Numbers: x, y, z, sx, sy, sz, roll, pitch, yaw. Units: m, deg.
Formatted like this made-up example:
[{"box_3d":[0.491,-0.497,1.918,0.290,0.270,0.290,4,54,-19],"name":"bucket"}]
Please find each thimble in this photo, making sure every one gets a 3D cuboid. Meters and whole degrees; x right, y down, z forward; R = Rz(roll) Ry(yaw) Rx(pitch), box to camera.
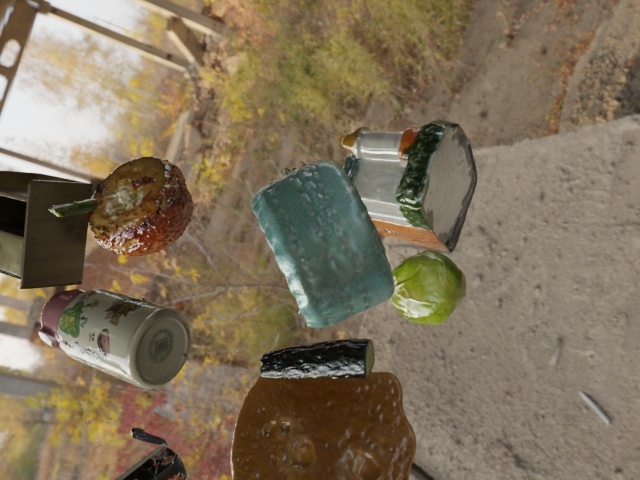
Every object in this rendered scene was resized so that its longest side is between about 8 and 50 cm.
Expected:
[{"box_3d":[0.000,0.000,0.841,0.198,0.143,0.235,101,145,-83],"name":"thimble"}]

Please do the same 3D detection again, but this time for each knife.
[{"box_3d":[-0.485,0.560,1.671,0.031,0.121,0.018,-50,34,12],"name":"knife"}]

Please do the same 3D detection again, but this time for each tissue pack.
[{"box_3d":[-0.349,0.496,1.154,0.090,0.170,0.103,22,133,42],"name":"tissue pack"}]

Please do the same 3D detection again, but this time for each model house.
[{"box_3d":[0.122,-0.114,1.135,0.301,0.271,0.190,10,77,28],"name":"model house"}]

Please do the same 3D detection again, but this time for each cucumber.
[{"box_3d":[-0.010,0.210,1.070,0.078,0.211,0.062,-35,-60,-67],"name":"cucumber"}]

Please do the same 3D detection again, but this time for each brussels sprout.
[{"box_3d":[0.295,0.131,1.640,0.223,0.223,0.161,-63,-3,23],"name":"brussels sprout"}]

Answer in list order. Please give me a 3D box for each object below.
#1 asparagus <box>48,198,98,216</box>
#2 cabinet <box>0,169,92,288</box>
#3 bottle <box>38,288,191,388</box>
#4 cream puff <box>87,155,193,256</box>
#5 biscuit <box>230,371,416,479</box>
[{"box_3d":[-0.391,-0.051,0.930,0.108,0.025,0.021,-31,-70,-70],"name":"asparagus"},{"box_3d":[-0.591,-0.024,1.199,0.175,0.148,0.215,12,98,29],"name":"cabinet"},{"box_3d":[-0.323,0.137,0.891,0.253,0.120,0.120,8,77,33],"name":"bottle"},{"box_3d":[-0.379,-0.070,1.265,0.240,0.164,0.240,-14,59,25],"name":"cream puff"},{"box_3d":[0.002,0.408,1.172,0.062,0.365,0.385,81,-156,-62],"name":"biscuit"}]
